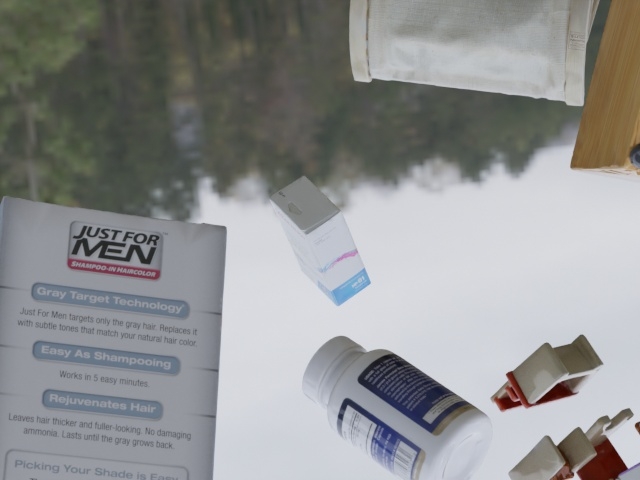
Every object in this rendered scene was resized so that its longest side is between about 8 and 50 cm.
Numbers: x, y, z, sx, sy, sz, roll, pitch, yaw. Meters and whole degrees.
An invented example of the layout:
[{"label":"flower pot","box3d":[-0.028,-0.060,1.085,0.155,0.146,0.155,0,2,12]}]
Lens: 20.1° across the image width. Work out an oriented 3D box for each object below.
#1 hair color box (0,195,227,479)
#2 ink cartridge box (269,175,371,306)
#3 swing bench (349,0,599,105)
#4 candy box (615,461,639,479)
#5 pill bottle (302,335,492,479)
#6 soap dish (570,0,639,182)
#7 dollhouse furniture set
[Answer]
[{"label":"hair color box","box3d":[-0.185,0.166,1.434,0.185,0.374,0.113,8,160,-15]},{"label":"ink cartridge box","box3d":[0.000,0.000,2.030,0.052,0.122,0.088,-35,-137,-10]},{"label":"swing bench","box3d":[0.179,-0.295,1.968,0.253,0.165,0.255,7,-130,12]},{"label":"candy box","box3d":[0.328,0.167,1.253,0.165,0.070,0.196,-35,149,26]},{"label":"pill bottle","box3d":[0.067,0.158,1.662,0.169,0.094,0.094,33,-150,31]},{"label":"soap dish","box3d":[0.373,-0.175,1.629,0.229,0.291,0.118,10,-165,-10]},{"label":"dollhouse furniture set","box3d":[0.335,0.259,2.249,0.262,0.259,0.135,-9,149,-40]}]
